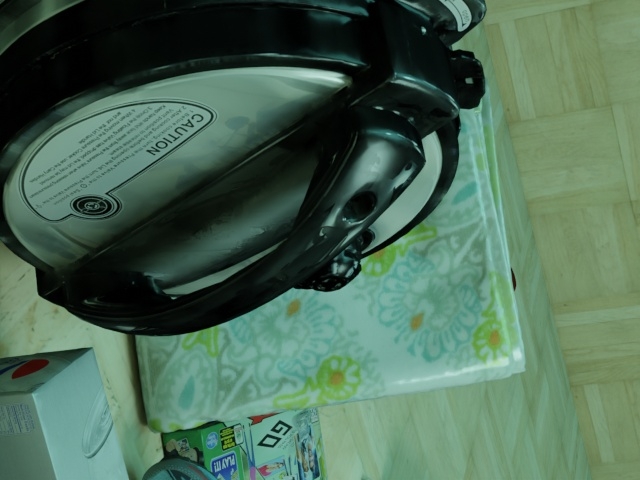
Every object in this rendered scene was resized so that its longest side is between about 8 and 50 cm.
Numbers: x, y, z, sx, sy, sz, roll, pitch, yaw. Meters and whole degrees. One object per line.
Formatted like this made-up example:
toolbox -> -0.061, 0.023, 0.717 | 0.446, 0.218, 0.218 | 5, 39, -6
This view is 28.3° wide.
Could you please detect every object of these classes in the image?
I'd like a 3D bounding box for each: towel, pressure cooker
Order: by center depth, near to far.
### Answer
pressure cooker -> -0.079, -0.143, 0.955 | 0.370, 0.375, 0.420 | 102, -19, -62
towel -> 0.000, 0.000, 1.222 | 0.090, 0.374, 0.321 | 135, -52, -80

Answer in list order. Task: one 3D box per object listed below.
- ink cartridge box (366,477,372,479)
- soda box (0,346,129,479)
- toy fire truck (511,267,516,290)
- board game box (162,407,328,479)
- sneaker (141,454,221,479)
ink cartridge box -> 0.171, 0.476, 1.808 | 0.353, 0.119, 0.207 | 51, 36, -55
soda box -> -0.194, 0.231, 0.959 | 0.098, 0.091, 0.286 | -42, 121, -67
toy fire truck -> 0.146, 0.022, 1.906 | 0.254, 0.169, 0.302 | 58, 24, 0
board game box -> -0.065, 0.287, 1.357 | 0.317, 0.046, 0.214 | -1, 82, -70
sneaker -> -0.128, 0.315, 1.091 | 0.125, 0.104, 0.262 | 25, 58, -64
